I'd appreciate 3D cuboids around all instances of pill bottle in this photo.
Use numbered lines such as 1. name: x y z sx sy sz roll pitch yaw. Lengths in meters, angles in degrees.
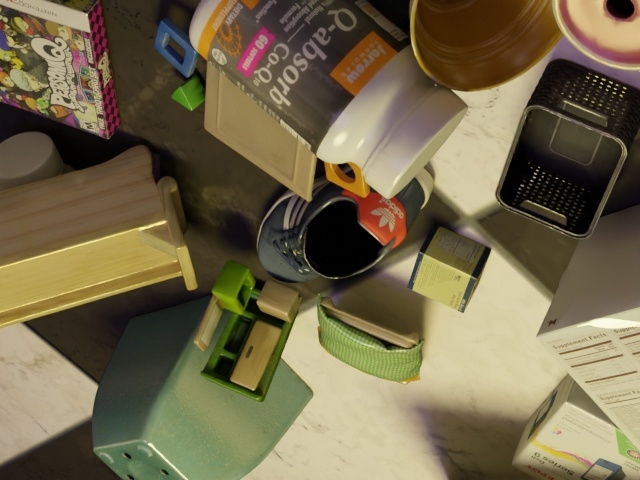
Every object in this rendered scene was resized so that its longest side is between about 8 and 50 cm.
1. pill bottle: -0.403 -0.043 2.157 0.131 0.131 0.229 9 139 27
2. pill bottle: 0.010 -0.183 1.543 0.278 0.162 0.162 41 145 7

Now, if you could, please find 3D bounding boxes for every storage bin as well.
1. storage bin: 0.281 -0.101 1.644 0.122 0.084 0.180 24 143 10

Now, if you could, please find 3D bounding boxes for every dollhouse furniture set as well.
1. dollhouse furniture set: -0.015 0.168 2.063 0.302 0.151 0.197 21 167 11

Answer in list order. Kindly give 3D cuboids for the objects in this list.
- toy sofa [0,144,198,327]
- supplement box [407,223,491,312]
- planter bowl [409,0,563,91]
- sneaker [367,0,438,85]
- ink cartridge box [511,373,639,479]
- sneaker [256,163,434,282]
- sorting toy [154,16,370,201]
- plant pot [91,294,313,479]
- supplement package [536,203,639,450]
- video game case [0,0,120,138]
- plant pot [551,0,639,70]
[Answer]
1. toy sofa: -0.365 0.013 2.051 0.363 0.177 0.150 -17 154 -6
2. supplement box: 0.169 0.037 1.909 0.083 0.056 0.083 25 143 9
3. planter bowl: 0.162 -0.268 1.487 0.090 0.217 0.217 50 161 43
4. sneaker: 0.070 -0.207 1.666 0.163 0.086 0.226 38 142 -5
5. ink cartridge box: 0.378 0.270 2.007 0.154 0.093 0.212 29 146 2
6. sneaker: 0.000 0.000 1.908 0.131 0.148 0.350 39 143 -11
7. sorting toy: -0.065 -0.158 1.807 0.348 0.047 0.196 36 150 21
8. plant pot: -0.215 0.274 2.297 0.248 0.252 0.247 -17 122 45
9. supplement package: 0.429 0.107 1.686 0.262 0.199 0.198 46 141 -19
10. video game case: -0.379 -0.258 1.962 0.210 0.041 0.232 20 143 16
11. plant pot: 0.305 -0.262 1.349 0.201 0.180 0.201 22 145 16
